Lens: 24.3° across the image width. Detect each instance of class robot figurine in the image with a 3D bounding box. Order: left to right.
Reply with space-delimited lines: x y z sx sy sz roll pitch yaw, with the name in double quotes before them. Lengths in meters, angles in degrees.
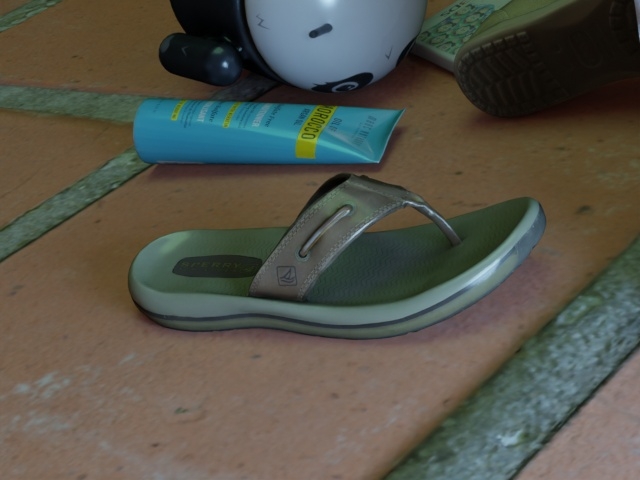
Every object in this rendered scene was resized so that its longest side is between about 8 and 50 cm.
"robot figurine" -0.025 -0.220 1.279 0.173 0.209 0.278 14 8 -34

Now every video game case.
"video game case" 0.160 -0.186 1.247 0.143 0.019 0.157 -32 28 -10

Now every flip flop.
"flip flop" 0.000 0.000 0.920 0.277 0.080 0.112 -2 29 26

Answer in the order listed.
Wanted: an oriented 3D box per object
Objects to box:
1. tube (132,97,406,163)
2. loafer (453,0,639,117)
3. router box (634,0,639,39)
"tube" -0.042 -0.082 1.154 0.207 0.052 0.080 3 40 20
"loafer" 0.223 -0.171 1.076 0.268 0.102 0.092 -13 39 27
"router box" 0.299 -0.073 0.655 0.082 0.301 0.335 -32 30 -32
